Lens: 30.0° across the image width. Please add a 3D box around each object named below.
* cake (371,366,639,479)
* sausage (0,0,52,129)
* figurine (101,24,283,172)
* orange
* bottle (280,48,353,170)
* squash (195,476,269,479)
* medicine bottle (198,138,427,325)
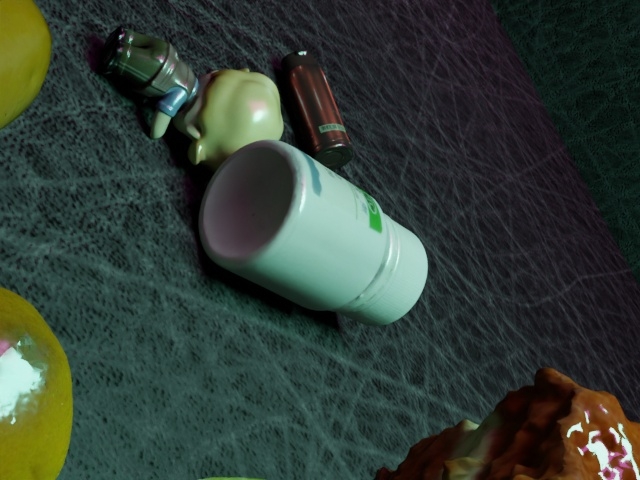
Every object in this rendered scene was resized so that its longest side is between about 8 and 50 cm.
[{"bbox_3d":[0.128,0.305,0.854,0.270,0.319,0.269,47,38,-6],"label":"cake"},{"bbox_3d":[-0.298,-0.089,0.796,0.134,0.116,0.354,65,25,-21],"label":"sausage"},{"bbox_3d":[-0.131,-0.140,1.206,0.196,0.108,0.114,24,27,-23],"label":"figurine"},{"bbox_3d":[-0.216,0.093,0.745,0.170,0.112,0.160,54,22,21],"label":"orange"},{"bbox_3d":[-0.009,-0.167,1.500,0.060,0.060,0.164,23,41,-52],"label":"bottle"},{"bbox_3d":[-0.068,0.284,0.623,0.233,0.210,0.309,14,32,-9],"label":"squash"},{"bbox_3d":[0.000,0.000,1.214,0.237,0.139,0.139,27,39,-47],"label":"medicine bottle"}]
